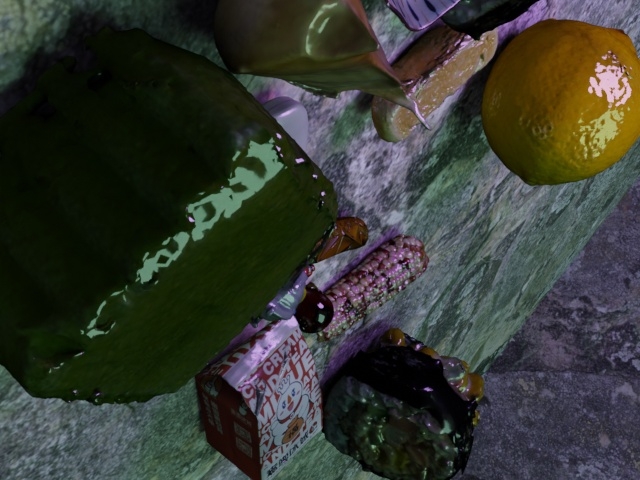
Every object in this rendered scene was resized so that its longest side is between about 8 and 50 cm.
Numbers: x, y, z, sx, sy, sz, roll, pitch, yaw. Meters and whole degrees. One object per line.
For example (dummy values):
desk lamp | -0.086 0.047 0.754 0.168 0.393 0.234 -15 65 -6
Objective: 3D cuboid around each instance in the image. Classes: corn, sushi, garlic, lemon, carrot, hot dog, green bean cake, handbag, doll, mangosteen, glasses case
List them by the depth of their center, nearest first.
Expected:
green bean cake | -0.169 -0.008 0.809 0.335 0.218 0.319 -43 164 -2
garlic | 0.002 -0.191 0.849 0.151 0.196 0.338 -49 165 6
glasses case | -0.066 -0.078 1.048 0.092 0.059 0.233 -34 152 -36
sushi | 0.244 -0.354 1.068 0.225 0.124 0.127 -34 168 25
hot dog | 0.153 -0.238 1.185 0.242 0.073 0.084 -44 153 -16
doll | -0.054 0.076 1.235 0.104 0.062 0.194 -19 -170 15
carrot | 0.000 -0.001 1.281 0.229 0.069 0.069 -13 137 -55
handbag | -0.097 0.245 1.374 0.171 0.151 0.298 -40 147 -32
mangosteen | -0.015 0.115 1.395 0.081 0.081 0.081 -40 154 -24
lemon | 0.406 -0.231 1.402 0.293 0.293 0.293 -40 154 -24
corn | 0.085 0.085 1.522 0.281 0.092 0.092 -36 153 -23
sushi | 0.197 0.339 1.838 0.285 0.328 0.328 -48 146 -41

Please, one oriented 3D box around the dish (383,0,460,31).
dish | 0.115 -0.343 0.968 0.191 0.066 0.190 -33 143 -29
